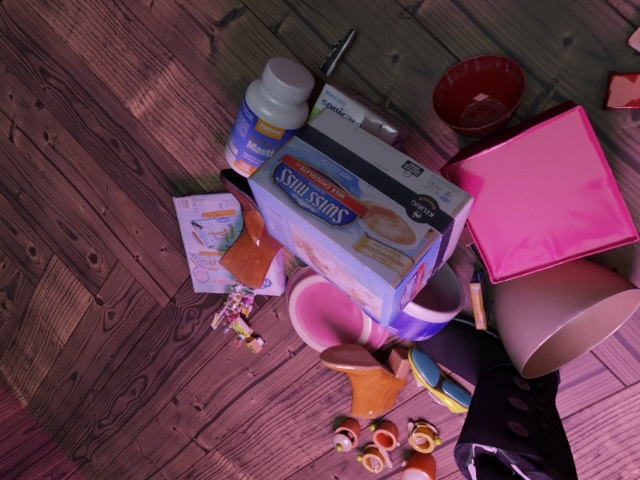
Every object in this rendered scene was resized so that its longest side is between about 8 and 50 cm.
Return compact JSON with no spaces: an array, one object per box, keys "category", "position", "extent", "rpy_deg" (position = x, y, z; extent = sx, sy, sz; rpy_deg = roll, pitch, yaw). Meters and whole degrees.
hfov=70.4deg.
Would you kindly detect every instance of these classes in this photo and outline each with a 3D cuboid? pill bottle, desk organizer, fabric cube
[{"category":"pill bottle","position":[-0.119,-0.284,1.077],"extent":[0.152,0.152,0.272],"rpy_deg":[43,135,7]},{"category":"desk organizer","position":[0.382,0.015,1.086],"extent":[0.050,0.047,0.130],"rpy_deg":[-31,93,33]},{"category":"fabric cube","position":[0.423,-0.103,0.903],"extent":[0.259,0.258,0.253],"rpy_deg":[-22,98,30]}]

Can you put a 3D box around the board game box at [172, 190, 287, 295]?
[{"category":"board game box","position":[-0.273,0.007,1.381],"extent":[0.319,0.066,0.317],"rpy_deg":[0,107,25]}]

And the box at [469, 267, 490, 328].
[{"category":"box","position":[0.387,0.137,1.105],"extent":[0.028,0.081,0.136],"rpy_deg":[-8,103,28]}]

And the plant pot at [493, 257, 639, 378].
[{"category":"plant pot","position":[0.489,0.133,0.974],"extent":[0.284,0.284,0.190],"rpy_deg":[-57,45,29]}]

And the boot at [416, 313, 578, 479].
[{"category":"boot","position":[0.342,0.343,0.987],"extent":[0.368,0.445,0.146],"rpy_deg":[17,114,19]}]

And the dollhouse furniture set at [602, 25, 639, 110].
[{"category":"dollhouse furniture set","position":[0.705,-0.317,0.754],"extent":[0.375,0.152,0.201],"rpy_deg":[6,110,23]}]

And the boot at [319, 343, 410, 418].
[{"category":"boot","position":[0.110,0.395,1.236],"extent":[0.104,0.296,0.211],"rpy_deg":[49,127,56]}]

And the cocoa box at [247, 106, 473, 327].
[{"category":"cocoa box","position":[0.070,-0.043,0.890],"extent":[0.347,0.228,0.231],"rpy_deg":[38,162,20]}]

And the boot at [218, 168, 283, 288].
[{"category":"boot","position":[-0.216,-0.032,1.274],"extent":[0.264,0.096,0.280],"rpy_deg":[36,125,0]}]

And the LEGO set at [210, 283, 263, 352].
[{"category":"LEGO set","position":[-0.262,0.261,1.397],"extent":[0.132,0.107,0.286],"rpy_deg":[13,129,15]}]

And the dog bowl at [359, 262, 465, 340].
[{"category":"dog bowl","position":[0.200,0.101,1.074],"extent":[0.265,0.265,0.104],"rpy_deg":[38,124,9]}]

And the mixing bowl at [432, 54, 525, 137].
[{"category":"mixing bowl","position":[0.336,-0.284,0.953],"extent":[0.182,0.098,0.181],"rpy_deg":[-12,63,24]}]

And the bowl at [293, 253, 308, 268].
[{"category":"bowl","position":[0.000,0.000,1.226],"extent":[0.170,0.080,0.169],"rpy_deg":[-33,51,53]}]

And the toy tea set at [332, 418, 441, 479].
[{"category":"toy tea set","position":[0.193,0.642,1.348],"extent":[0.337,0.124,0.199],"rpy_deg":[-5,105,27]}]

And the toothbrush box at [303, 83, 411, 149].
[{"category":"toothbrush box","position":[0.051,-0.208,1.120],"extent":[0.206,0.122,0.283],"rpy_deg":[37,120,11]}]

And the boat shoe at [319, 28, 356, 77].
[{"category":"boat shoe","position":[0.040,-0.453,1.086],"extent":[0.038,0.046,0.125],"rpy_deg":[40,128,3]}]

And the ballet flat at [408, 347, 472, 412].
[{"category":"ballet flat","position":[0.307,0.387,1.230],"extent":[0.231,0.077,0.077],"rpy_deg":[42,134,-4]}]

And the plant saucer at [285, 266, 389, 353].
[{"category":"plant saucer","position":[0.037,0.200,1.293],"extent":[0.333,0.084,0.331],"rpy_deg":[8,110,23]}]
